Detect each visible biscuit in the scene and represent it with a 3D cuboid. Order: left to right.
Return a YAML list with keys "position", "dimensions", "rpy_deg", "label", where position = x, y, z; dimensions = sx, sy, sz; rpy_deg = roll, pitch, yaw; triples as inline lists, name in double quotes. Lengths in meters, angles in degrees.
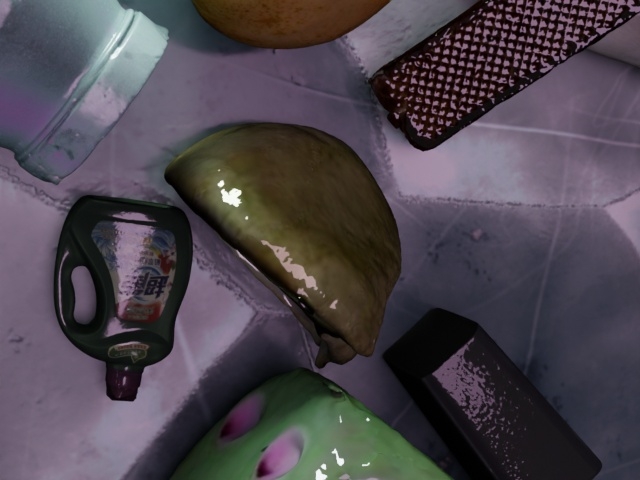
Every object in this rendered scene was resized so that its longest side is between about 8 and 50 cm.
- position: [0.237, -0.243, 1.333]
  dimensions: [0.388, 0.073, 0.107]
  rpy_deg: [-33, 101, 12]
  label: "biscuit"

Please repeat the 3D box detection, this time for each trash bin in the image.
- position: [0.191, 0.200, 1.400]
  dimensions: [0.115, 0.165, 0.225]
  rpy_deg: [-42, 105, -8]
  label: "trash bin"

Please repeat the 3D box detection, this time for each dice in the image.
- position: [0.010, 0.351, 1.274]
  dimensions: [0.318, 0.330, 0.322]
  rpy_deg: [42, 82, -19]
  label: "dice"

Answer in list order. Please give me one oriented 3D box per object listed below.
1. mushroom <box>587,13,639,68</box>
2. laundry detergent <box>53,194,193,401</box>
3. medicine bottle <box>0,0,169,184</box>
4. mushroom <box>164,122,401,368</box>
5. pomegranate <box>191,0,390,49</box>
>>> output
- position: [0.487, -0.252, 1.456]
  dimensions: [0.397, 0.126, 0.177]
  rpy_deg: [24, 81, -15]
  label: "mushroom"
- position: [-0.219, 0.067, 1.300]
  dimensions: [0.144, 0.078, 0.221]
  rpy_deg: [8, 97, -16]
  label: "laundry detergent"
- position: [-0.315, -0.213, 1.147]
  dimensions: [0.290, 0.245, 0.245]
  rpy_deg: [36, 86, -19]
  label: "medicine bottle"
- position: [0.000, -0.004, 1.283]
  dimensions: [0.212, 0.217, 0.292]
  rpy_deg: [-35, 105, -14]
  label: "mushroom"
- position: [-0.047, -0.337, 1.190]
  dimensions: [0.319, 0.319, 0.319]
  rpy_deg: [-2, 98, -17]
  label: "pomegranate"
